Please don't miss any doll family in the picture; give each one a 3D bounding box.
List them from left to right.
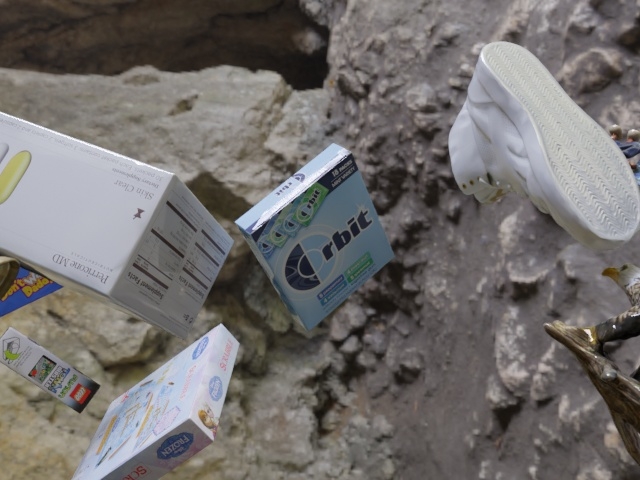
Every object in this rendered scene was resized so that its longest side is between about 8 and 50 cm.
[{"bbox_3d":[0.348,-0.090,0.886,0.111,0.193,0.076,-41,-54,-34],"label":"doll family"}]

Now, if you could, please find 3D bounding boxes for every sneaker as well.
[{"bbox_3d":[0.255,-0.078,0.839,0.169,0.108,0.292,107,147,-53],"label":"sneaker"}]

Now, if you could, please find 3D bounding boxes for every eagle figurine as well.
[{"bbox_3d":[0.368,0.043,0.671,0.225,0.298,0.226,50,175,36],"label":"eagle figurine"}]

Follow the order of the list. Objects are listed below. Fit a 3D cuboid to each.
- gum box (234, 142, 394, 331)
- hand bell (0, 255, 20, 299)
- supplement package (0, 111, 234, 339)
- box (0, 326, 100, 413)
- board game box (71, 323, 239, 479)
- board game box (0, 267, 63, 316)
[{"bbox_3d":[0.000,0.000,0.865,0.041,0.157,0.184,35,159,45],"label":"gum box"},{"bbox_3d":[-0.396,-0.017,0.599,0.126,0.242,0.126,-47,2,2],"label":"hand bell"},{"bbox_3d":[-0.272,-0.014,0.823,0.145,0.262,0.204,-66,-19,-14],"label":"supplement package"},{"bbox_3d":[-0.315,0.155,0.817,0.036,0.114,0.207,-57,7,-20],"label":"box"},{"bbox_3d":[-0.309,0.336,1.309,0.318,0.066,0.319,-36,17,15],"label":"board game box"},{"bbox_3d":[-0.621,0.019,1.336,0.078,0.347,0.233,5,120,63],"label":"board game box"}]
